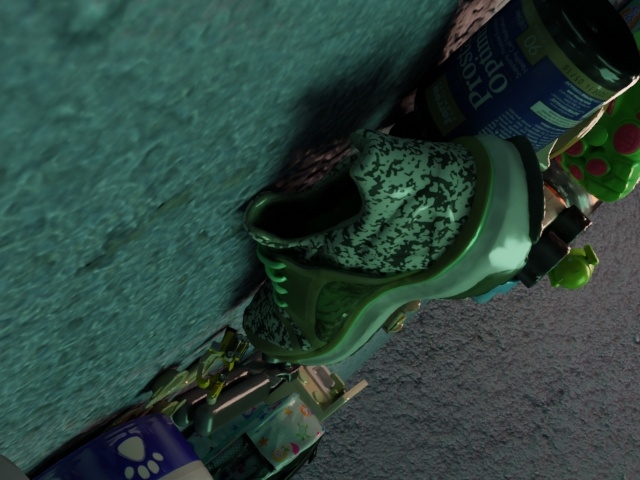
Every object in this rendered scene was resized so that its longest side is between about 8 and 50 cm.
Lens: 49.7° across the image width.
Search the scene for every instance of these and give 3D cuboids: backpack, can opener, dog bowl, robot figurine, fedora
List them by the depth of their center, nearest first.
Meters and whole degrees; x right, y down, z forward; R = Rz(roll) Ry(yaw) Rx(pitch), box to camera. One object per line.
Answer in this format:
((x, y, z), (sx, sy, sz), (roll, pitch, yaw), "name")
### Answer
((-0.265, 0.326, 0.818), (0.265, 0.104, 0.265), (-36, 165, -11), "dog bowl")
((-0.113, 0.204, 1.043), (0.280, 0.074, 0.093), (-24, 122, -58), "can opener")
((0.361, -0.200, 1.076), (0.194, 0.079, 0.194), (-47, -171, 9), "fedora")
((-0.120, 0.377, 1.247), (0.254, 0.191, 0.225), (-32, 167, -15), "backpack")
((0.492, 0.055, 1.341), (0.101, 0.067, 0.115), (-35, 175, 32), "robot figurine")

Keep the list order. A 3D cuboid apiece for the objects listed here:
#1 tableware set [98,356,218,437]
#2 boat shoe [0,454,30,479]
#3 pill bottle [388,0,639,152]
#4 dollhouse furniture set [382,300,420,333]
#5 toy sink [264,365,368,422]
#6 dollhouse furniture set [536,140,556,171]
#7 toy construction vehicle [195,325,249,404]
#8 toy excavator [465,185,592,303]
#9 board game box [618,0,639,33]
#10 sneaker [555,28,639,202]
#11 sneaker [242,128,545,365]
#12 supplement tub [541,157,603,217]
((-0.195, 0.198, 0.853), (0.141, 0.020, 0.169), (-47, 166, 12), "tableware set")
((-0.315, 0.231, 0.410), (0.156, 0.136, 0.367), (-40, 176, -2), "boat shoe")
((0.166, -0.131, 0.638), (0.123, 0.122, 0.219), (-29, 173, -46), "pill bottle")
((0.183, 0.132, 1.572), (0.161, 0.101, 0.182), (-35, 164, -31), "dollhouse furniture set")
((-0.032, 0.364, 1.602), (0.234, 0.131, 0.153), (-43, 168, 20), "toy sink")
((0.205, -0.128, 0.929), (0.301, 0.151, 0.197), (-61, -172, -2), "dollhouse furniture set")
((-0.123, 0.148, 0.858), (0.098, 0.035, 0.086), (-61, 174, -28), "toy construction vehicle")
((0.348, 0.026, 1.487), (0.433, 0.222, 0.445), (-31, 163, -48), "toy excavator")
((0.495, -0.321, 1.208), (0.160, 0.047, 0.210), (-41, 167, -9), "board game box")
((0.565, -0.221, 1.223), (0.202, 0.185, 0.483), (-35, 166, -13), "sneaker")
((0.000, 0.000, 0.647), (0.410, 0.182, 0.158), (-38, -140, 49), "sneaker")
((0.612, -0.183, 1.627), (0.338, 0.207, 0.207), (-41, 166, -10), "supplement tub")
